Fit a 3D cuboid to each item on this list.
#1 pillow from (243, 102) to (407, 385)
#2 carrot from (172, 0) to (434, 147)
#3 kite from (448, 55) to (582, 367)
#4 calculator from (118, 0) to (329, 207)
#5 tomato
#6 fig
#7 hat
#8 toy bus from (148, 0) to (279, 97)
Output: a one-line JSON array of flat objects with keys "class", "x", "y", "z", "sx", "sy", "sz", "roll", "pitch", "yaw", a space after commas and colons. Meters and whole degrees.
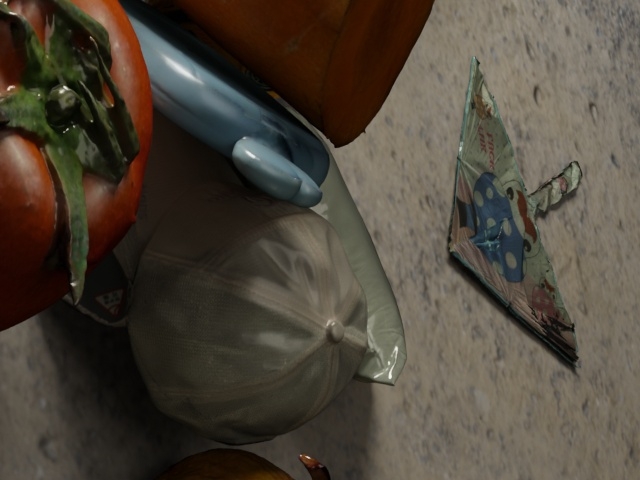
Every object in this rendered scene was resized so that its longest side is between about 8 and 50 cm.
[{"class": "pillow", "x": 0.000, "y": -0.001, "z": 1.503, "sx": 0.144, "sy": 0.078, "sz": 0.254, "roll": -80, "pitch": 147, "yaw": -81}, {"class": "carrot", "x": -0.044, "y": -0.250, "z": 1.316, "sx": 0.331, "sy": 0.214, "sz": 0.193, "roll": 43, "pitch": 44, "yaw": 6}, {"class": "kite", "x": 0.201, "y": -0.025, "z": 1.854, "sx": 0.314, "sy": 0.011, "sz": 0.335, "roll": -25, "pitch": 98, "yaw": -55}, {"class": "calculator", "x": -0.086, "y": -0.110, "z": 1.320, "sx": 0.188, "sy": 0.042, "sz": 0.303, "roll": 29, "pitch": 10, "yaw": -43}, {"class": "tomato", "x": -0.222, "y": -0.069, "z": 1.112, "sx": 0.256, "sy": 0.224, "sz": 0.256, "roll": 25, "pitch": 59, "yaw": -51}, {"class": "fig", "x": -0.038, "y": 0.196, "z": 1.278, "sx": 0.134, "sy": 0.201, "sz": 0.146, "roll": 44, "pitch": 36, "yaw": -19}, {"class": "hat", "x": -0.070, "y": 0.009, "z": 1.340, "sx": 0.232, "sy": 0.161, "sz": 0.275, "roll": -2, "pitch": 62, "yaw": -58}, {"class": "toy bus", "x": -0.082, "y": -0.185, "z": 1.473, "sx": 0.162, "sy": 0.074, "sz": 0.069, "roll": 50, "pitch": 44, "yaw": -39}]
